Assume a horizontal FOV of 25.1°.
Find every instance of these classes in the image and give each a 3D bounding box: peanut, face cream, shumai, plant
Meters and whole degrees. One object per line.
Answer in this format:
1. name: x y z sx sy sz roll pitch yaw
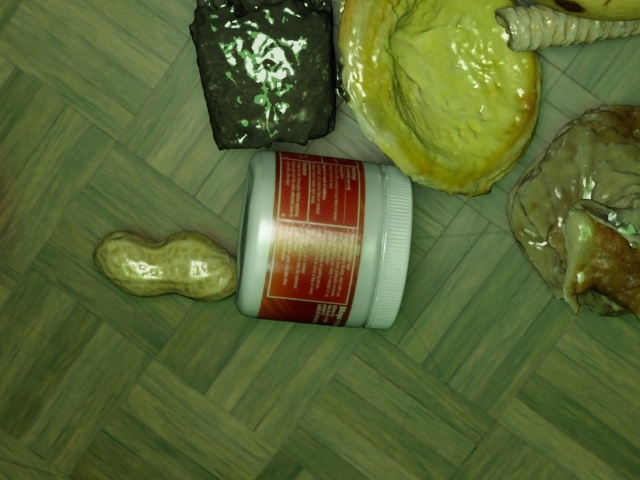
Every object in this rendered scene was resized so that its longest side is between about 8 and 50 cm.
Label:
1. peanut: -0.191 0.030 1.798 0.192 0.089 0.089 4 98 3
2. face cream: 0.000 0.000 1.708 0.187 0.201 0.201 6 98 -6
3. shumai: 0.384 -0.029 1.659 0.314 0.262 0.267 -19 97 5
4. plant: -0.070 -0.270 1.693 0.181 0.194 0.321 -8 100 2

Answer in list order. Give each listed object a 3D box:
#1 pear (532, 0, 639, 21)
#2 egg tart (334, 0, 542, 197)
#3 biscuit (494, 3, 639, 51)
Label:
1. pear: 0.324 -0.407 1.573 0.348 0.348 0.348 1 98 4
2. egg tart: 0.125 -0.197 1.689 0.315 0.120 0.315 7 79 -35
3. biscuit: 0.312 -0.262 1.703 0.219 0.055 0.061 -10 59 -19
